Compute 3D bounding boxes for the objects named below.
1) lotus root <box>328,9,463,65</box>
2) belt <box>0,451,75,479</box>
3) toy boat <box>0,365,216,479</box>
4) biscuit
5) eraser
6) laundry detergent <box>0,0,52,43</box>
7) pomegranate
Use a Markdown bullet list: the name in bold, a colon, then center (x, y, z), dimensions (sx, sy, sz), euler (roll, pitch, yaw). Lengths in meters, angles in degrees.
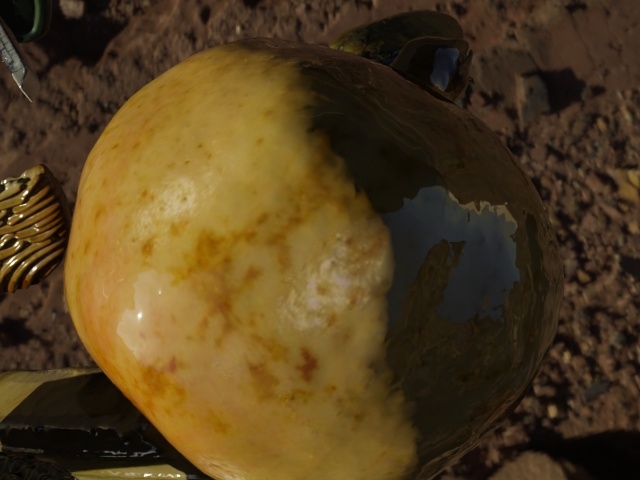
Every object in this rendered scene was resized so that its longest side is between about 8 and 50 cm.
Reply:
- **lotus root**: center (0.072, -0.183, 1.075), dimensions (0.179, 0.089, 0.080), euler (-24, 153, -25)
- **belt**: center (-0.286, 0.262, 0.812), dimensions (0.295, 0.161, 0.206), euler (1, 180, 44)
- **toy boat**: center (-0.227, 0.217, 1.132), dimensions (0.445, 0.136, 0.162), euler (-7, 136, 42)
- **biscuit**: center (-0.358, -0.009, 1.112), dimensions (0.176, 0.031, 0.228), euler (23, 131, -21)
- **eraser**: center (-0.260, -0.157, 0.885), dimensions (0.019, 0.099, 0.027), euler (-34, 152, -2)
- **laundry detergent**: center (-0.339, -0.326, 1.126), dimensions (0.078, 0.222, 0.144), euler (-11, 146, -10)
- **pomegranate**: center (0.000, 0.000, 0.723), dimensions (0.342, 0.342, 0.343), euler (-2, 127, -3)
